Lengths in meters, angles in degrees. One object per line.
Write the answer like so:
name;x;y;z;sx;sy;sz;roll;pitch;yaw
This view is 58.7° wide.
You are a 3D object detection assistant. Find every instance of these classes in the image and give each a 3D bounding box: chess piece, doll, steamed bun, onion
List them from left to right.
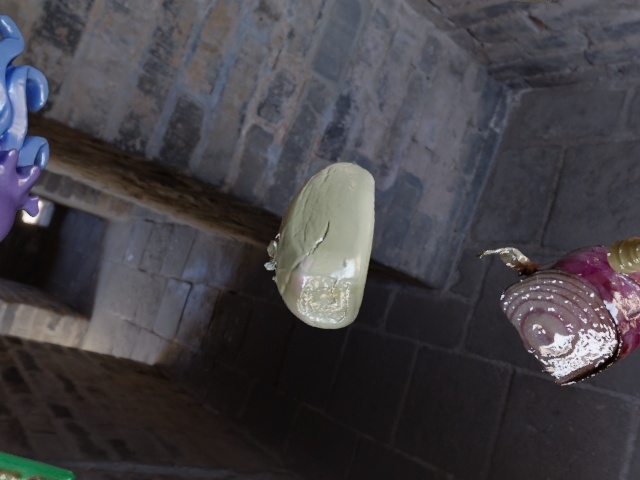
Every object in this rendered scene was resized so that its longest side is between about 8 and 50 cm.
doll;-0.250;-0.074;0.420;0.067;0.110;0.206;-6;68;31
steamed bun;0.000;0.000;0.856;0.170;0.153;0.238;98;179;-53
onion;0.478;0.114;1.035;0.256;0.230;0.272;-8;99;52
chess piece;0.445;0.014;0.764;0.122;0.066;0.066;127;155;-73

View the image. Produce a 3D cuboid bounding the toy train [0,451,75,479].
toy train;-0.367;0.308;0.452;0.178;0.249;0.429;-30;42;42
